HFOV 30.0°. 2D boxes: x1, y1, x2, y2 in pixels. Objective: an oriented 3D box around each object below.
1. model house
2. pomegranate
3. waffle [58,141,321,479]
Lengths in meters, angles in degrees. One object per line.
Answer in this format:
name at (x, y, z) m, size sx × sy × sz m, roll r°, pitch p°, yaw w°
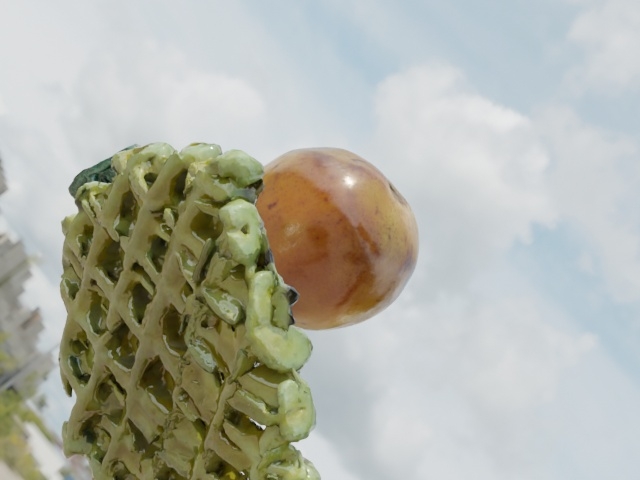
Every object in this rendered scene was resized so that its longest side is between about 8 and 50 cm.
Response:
model house at (-0.221, -0.039, 1.364) m, size 0.100 × 0.100 × 0.088 m, roll 62°, pitch 2°, yaw 12°
pomegranate at (0.000, 0.000, 1.633) m, size 0.264 × 0.264 × 0.264 m, roll 45°, pitch -18°, yaw 19°
waffle at (-0.117, 0.080, 0.917) m, size 0.297 × 0.073 × 0.317 m, roll -13°, pitch -97°, yaw 50°
